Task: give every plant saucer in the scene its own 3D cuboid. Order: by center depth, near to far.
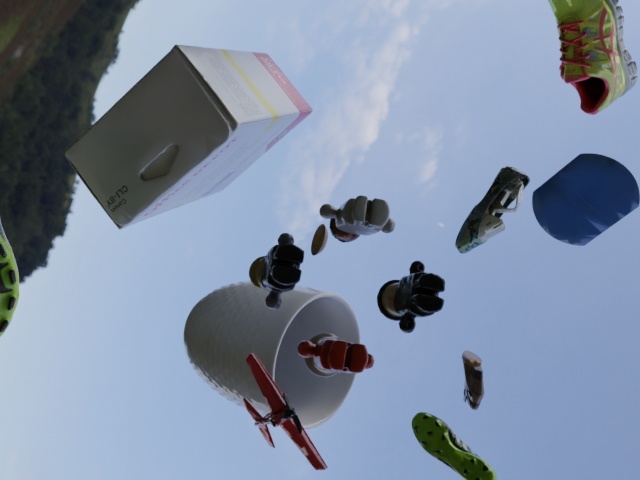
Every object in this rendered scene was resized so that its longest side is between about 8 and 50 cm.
[{"bbox_3d":[0.000,0.000,1.580,0.083,0.015,0.083,-52,-152,43],"label":"plant saucer"}]

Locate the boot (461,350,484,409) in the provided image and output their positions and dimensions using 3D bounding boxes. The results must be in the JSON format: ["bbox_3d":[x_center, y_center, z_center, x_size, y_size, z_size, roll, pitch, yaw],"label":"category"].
[{"bbox_3d":[0.310,0.289,1.304,0.118,0.042,0.086,-82,178,-76],"label":"boot"}]

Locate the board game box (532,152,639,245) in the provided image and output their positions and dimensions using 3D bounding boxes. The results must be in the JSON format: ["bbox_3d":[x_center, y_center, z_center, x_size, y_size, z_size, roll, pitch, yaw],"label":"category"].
[{"bbox_3d":[0.450,-0.075,1.084,0.169,0.133,0.033,-45,-176,31],"label":"board game box"}]

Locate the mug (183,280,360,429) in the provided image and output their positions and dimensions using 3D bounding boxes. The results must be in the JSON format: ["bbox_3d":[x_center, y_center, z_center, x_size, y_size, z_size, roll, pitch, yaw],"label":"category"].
[{"bbox_3d":[-0.112,0.261,1.369,0.328,0.374,0.276,8,-143,39],"label":"mug"}]

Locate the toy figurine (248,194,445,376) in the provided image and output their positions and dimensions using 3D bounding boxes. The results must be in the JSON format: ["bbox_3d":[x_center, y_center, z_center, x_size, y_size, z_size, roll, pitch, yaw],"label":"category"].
[{"bbox_3d":[0.032,0.060,0.843,0.213,0.209,0.148,-36,-179,-16],"label":"toy figurine"}]

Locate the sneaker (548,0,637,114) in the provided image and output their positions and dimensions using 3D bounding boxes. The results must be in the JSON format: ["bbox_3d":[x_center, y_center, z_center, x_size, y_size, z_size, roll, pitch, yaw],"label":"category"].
[{"bbox_3d":[0.360,-0.261,0.861,0.094,0.208,0.081,-47,-154,-13],"label":"sneaker"}]

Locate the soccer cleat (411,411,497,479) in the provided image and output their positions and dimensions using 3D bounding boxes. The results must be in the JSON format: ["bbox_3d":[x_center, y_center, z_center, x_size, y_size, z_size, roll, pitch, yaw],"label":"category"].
[{"bbox_3d":[0.232,0.372,1.109,0.060,0.072,0.179,-48,-128,-7],"label":"soccer cleat"}]

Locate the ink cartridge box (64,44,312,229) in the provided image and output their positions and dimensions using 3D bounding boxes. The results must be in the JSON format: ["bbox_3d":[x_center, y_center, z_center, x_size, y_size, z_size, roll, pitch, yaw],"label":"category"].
[{"bbox_3d":[-0.212,-0.195,1.128,0.279,0.385,0.160,-36,-88,21],"label":"ink cartridge box"}]

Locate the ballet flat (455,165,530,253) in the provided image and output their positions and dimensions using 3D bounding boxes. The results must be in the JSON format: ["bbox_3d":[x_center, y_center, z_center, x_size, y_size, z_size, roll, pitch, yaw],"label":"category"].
[{"bbox_3d":[0.309,-0.052,1.119,0.070,0.070,0.188,20,-105,53],"label":"ballet flat"}]

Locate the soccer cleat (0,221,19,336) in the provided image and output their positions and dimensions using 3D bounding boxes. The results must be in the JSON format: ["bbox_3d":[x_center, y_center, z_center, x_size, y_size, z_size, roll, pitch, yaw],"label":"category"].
[{"bbox_3d":[-0.476,0.000,0.864,0.121,0.094,0.289,23,-61,54],"label":"soccer cleat"}]

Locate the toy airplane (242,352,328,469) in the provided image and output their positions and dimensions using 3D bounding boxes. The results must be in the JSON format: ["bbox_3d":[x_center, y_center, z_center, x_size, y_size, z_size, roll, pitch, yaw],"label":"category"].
[{"bbox_3d":[-0.053,0.196,0.708,0.151,0.028,0.151,43,-29,31],"label":"toy airplane"}]
